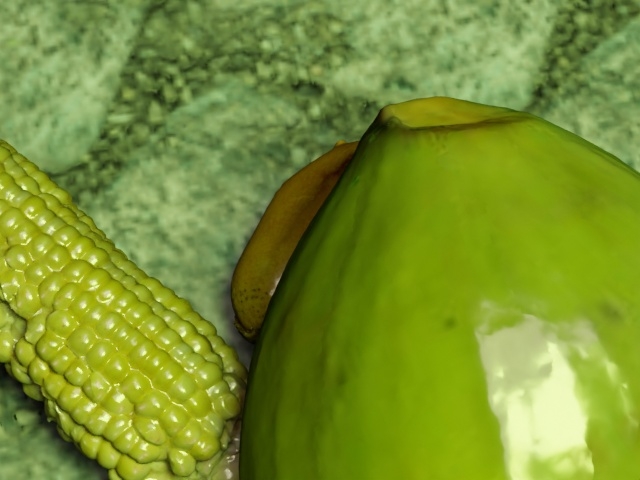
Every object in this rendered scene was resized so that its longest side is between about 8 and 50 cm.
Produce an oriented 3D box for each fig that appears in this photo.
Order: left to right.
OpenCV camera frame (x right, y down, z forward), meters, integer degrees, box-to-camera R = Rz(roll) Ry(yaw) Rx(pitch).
[{"bbox_3d":[0.073,0.071,0.731,0.239,0.239,0.271,-24,104,-15],"label":"fig"}]

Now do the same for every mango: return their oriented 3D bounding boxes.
[{"bbox_3d":[0.000,0.000,0.843,0.063,0.077,0.127,37,75,11],"label":"mango"}]

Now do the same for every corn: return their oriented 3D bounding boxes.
[{"bbox_3d":[-0.138,0.017,0.817,0.288,0.086,0.086,42,70,12],"label":"corn"}]
